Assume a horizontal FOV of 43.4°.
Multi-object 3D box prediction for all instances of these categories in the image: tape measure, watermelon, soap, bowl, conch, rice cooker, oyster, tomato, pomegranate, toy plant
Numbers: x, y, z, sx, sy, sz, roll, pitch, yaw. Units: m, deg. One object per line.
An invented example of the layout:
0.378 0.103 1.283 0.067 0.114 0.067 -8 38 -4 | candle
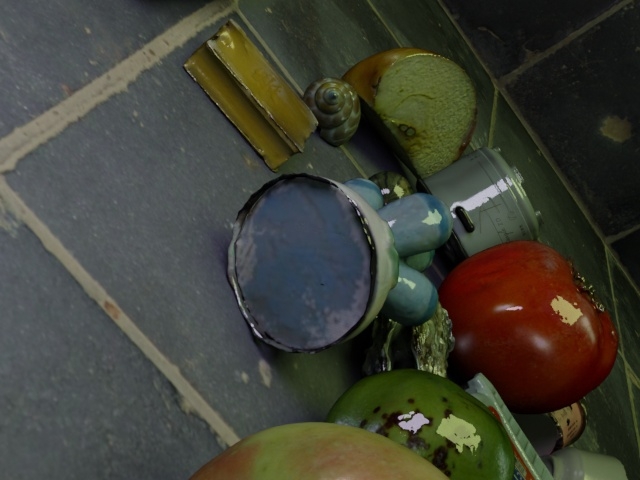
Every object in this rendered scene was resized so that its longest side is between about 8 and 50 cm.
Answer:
0.260 0.359 1.272 0.243 0.125 0.246 55 24 8 | tape measure
0.126 -0.077 1.516 0.105 0.105 0.133 62 11 6 | watermelon
-0.107 -0.238 1.314 0.233 0.076 0.135 50 29 -18 | soap
0.419 0.444 1.388 0.112 0.211 0.211 29 31 -2 | bowl
0.027 -0.254 1.532 0.173 0.106 0.116 50 44 -48 | conch
0.316 -0.053 1.675 0.241 0.227 0.280 61 5 0 | rice cooker
0.138 0.161 1.272 0.351 0.158 0.162 -95 -174 -53 | oyster
0.368 0.153 1.473 0.293 0.290 0.325 49 21 -19 | tomato
0.102 0.280 0.971 0.270 0.254 0.254 -42 101 -34 | pomegranate
0.060 0.023 1.138 0.332 0.247 0.247 -3 65 -55 | toy plant

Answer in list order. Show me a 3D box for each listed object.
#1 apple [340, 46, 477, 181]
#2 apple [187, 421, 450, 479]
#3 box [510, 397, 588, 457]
0.186 -0.267 1.673 0.346 0.254 0.179 46 54 -45 | apple
-0.001 0.318 0.676 0.277 0.319 0.319 52 25 -42 | apple
0.420 0.343 1.535 0.135 0.151 0.151 -23 82 -56 | box
